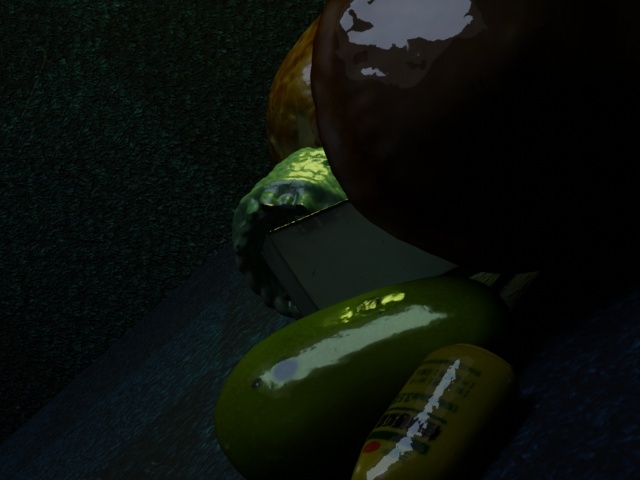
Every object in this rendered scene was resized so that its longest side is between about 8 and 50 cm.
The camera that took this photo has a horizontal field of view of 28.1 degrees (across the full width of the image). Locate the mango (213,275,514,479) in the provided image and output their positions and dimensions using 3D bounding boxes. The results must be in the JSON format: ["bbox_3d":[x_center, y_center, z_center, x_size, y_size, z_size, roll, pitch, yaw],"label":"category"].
[{"bbox_3d":[0.037,0.120,1.129,0.293,0.143,0.175,-29,13,18],"label":"mango"}]

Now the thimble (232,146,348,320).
[{"bbox_3d":[0.000,0.000,1.628,0.219,0.219,0.150,-35,10,40],"label":"thimble"}]

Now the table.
[{"bbox_3d":[0.068,0.023,1.323,0.240,0.122,0.111,-23,-26,-24],"label":"table"}]

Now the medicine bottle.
[{"bbox_3d":[0.054,0.187,0.952,0.095,0.064,0.260,6,49,48],"label":"medicine bottle"}]

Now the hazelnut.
[{"bbox_3d":[0.143,-0.137,1.138,0.315,0.373,0.372,-14,4,-10],"label":"hazelnut"}]

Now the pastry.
[{"bbox_3d":[0.089,-0.204,1.895,0.388,0.313,0.388,-41,4,4],"label":"pastry"}]
